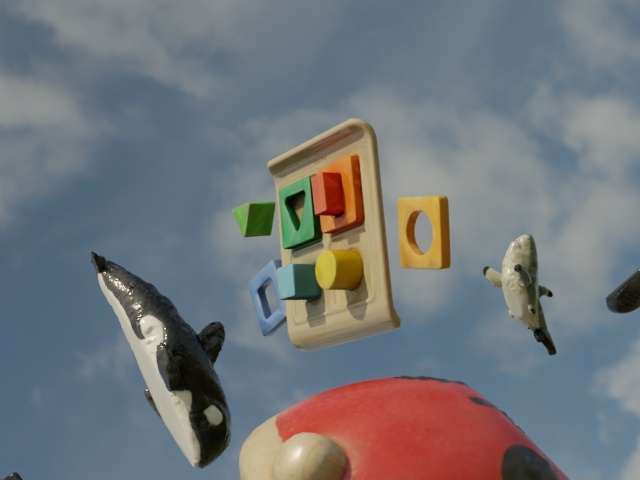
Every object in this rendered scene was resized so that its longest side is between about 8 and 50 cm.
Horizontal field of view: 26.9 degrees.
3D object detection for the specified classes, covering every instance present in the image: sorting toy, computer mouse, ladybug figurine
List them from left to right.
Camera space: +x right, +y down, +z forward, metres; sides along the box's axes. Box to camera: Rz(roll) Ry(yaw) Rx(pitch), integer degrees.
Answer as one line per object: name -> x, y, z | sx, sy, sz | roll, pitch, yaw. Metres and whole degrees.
sorting toy -> 0.000, 0.000, 1.263 | 0.047, 0.196, 0.347 | -4, -10, -32
ladybug figurine -> 0.117, 0.225, 0.885 | 0.162, 0.305, 0.449 | -45, -45, -1
computer mouse -> 0.457, 0.027, 1.746 | 0.071, 0.041, 0.242 | -30, -15, -42

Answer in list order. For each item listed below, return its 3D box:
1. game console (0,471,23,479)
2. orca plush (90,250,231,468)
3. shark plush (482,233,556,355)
game console -> -0.351, 0.352, 1.564 | 0.085, 0.144, 0.124 | -32, -32, -17
orca plush -> -0.164, 0.123, 1.562 | 0.102, 0.287, 0.151 | -22, -40, -22
shark plush -> 0.285, 0.075, 1.766 | 0.067, 0.161, 0.073 | -29, 1, -32
